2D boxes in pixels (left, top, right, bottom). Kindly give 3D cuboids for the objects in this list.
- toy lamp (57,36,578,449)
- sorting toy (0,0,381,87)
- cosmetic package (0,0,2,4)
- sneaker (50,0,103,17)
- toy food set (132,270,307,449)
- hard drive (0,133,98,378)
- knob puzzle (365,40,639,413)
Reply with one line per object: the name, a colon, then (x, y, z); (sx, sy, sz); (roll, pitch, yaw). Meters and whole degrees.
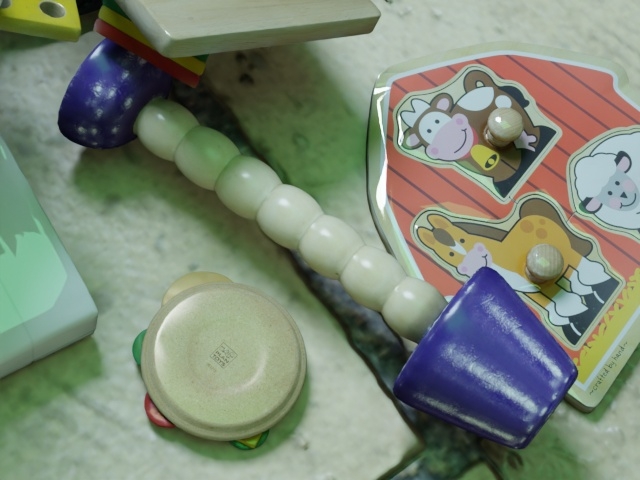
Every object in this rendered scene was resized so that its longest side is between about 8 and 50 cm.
toy lamp: (0.000, 0.000, 0.675); (0.275, 0.080, 0.080); (38, 66, 12)
sorting toy: (-0.069, -0.127, 0.677); (0.275, 0.046, 0.132); (-14, 54, -42)
cosmetic package: (-0.284, -0.249, 0.548); (0.217, 0.156, 0.385); (-16, 74, 11)
sneaker: (-0.108, -0.205, 0.763); (0.235, 0.084, 0.097); (-37, 53, -23)
toy food set: (-0.048, 0.059, 0.675); (0.083, 0.020, 0.082); (27, 65, 2)
hard drive: (-0.313, 0.018, 0.628); (0.353, 0.047, 0.233); (-27, 77, -20)
knob puzzle: (0.110, -0.034, 0.737); (0.213, 0.030, 0.213); (3, 67, -8)
